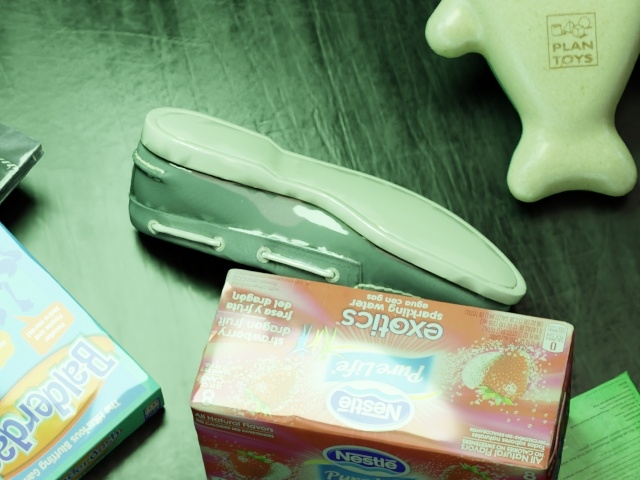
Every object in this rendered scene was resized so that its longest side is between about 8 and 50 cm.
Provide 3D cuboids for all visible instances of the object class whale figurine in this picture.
[{"bbox_3d":[0.189,-0.167,1.559,0.216,0.141,0.272,-6,91,-3],"label":"whale figurine"}]

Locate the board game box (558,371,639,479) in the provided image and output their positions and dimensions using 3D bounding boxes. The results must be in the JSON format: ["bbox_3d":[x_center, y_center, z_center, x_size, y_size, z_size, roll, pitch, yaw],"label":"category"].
[{"bbox_3d":[0.145,0.209,1.432,0.259,0.030,0.136,-23,66,-10],"label":"board game box"}]

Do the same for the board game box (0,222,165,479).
[{"bbox_3d":[-0.246,0.097,1.463,0.160,0.047,0.210,-42,74,-17],"label":"board game box"}]

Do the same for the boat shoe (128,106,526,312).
[{"bbox_3d":[0.000,0.000,1.502,0.319,0.116,0.099,23,111,2],"label":"boat shoe"}]

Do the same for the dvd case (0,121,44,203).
[{"bbox_3d":[-0.349,-0.059,1.518,0.221,0.018,0.164,27,66,24],"label":"dvd case"}]

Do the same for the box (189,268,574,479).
[{"bbox_3d":[0.046,0.120,1.392,0.256,0.128,0.123,9,57,11],"label":"box"}]
